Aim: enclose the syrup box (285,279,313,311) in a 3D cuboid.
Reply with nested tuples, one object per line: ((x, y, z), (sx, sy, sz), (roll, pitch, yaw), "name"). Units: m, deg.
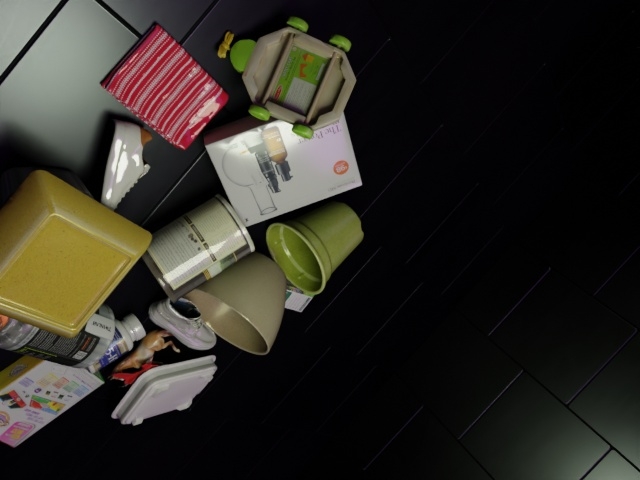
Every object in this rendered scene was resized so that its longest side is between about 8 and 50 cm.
((-0.139, 0.182, 1.991), (0.093, 0.096, 0.237), (-53, 143, 10), "syrup box")

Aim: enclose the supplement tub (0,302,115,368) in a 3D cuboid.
((-0.711, 0.206, 1.405), (0.193, 0.193, 0.316), (-47, 143, 1), "supplement tub")

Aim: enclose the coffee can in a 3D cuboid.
((-0.357, 0.021, 1.555), (0.275, 0.201, 0.201), (-34, 141, -15), "coffee can")

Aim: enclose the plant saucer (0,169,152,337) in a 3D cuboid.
((-0.583, 0.061, 1.216), (0.332, 0.081, 0.333), (-52, 137, -2), "plant saucer")

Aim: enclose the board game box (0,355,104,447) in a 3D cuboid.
((-0.847, 0.449, 1.606), (0.317, 0.064, 0.242), (-36, 141, -13), "board game box")

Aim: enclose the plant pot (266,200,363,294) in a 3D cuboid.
((0.000, 0.000, 1.848), (0.254, 0.276, 0.276), (-36, 143, -31), "plant pot")

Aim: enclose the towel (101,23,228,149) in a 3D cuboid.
((-0.368, -0.364, 1.337), (0.199, 0.031, 0.275), (-48, 142, 2), "towel")

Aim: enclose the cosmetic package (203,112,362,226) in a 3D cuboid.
((-0.098, -0.226, 1.527), (0.378, 0.097, 0.284), (-20, 129, -1), "cosmetic package")

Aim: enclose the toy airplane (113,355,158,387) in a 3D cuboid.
((-0.588, 0.430, 1.759), (0.151, 0.028, 0.151), (-28, 151, -17), "toy airplane")

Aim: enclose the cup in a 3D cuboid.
((-0.240, 0.174, 1.752), (0.237, 0.331, 0.331), (-55, 148, -28), "cup")

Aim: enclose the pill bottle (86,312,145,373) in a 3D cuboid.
((-0.628, 0.301, 1.628), (0.187, 0.112, 0.111), (-33, 141, -30), "pill bottle")

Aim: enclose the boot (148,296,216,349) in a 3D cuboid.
((-0.412, 0.264, 1.729), (0.123, 0.095, 0.258), (-25, 131, 38), "boot")

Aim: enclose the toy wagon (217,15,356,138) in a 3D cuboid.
((-0.088, -0.425, 1.376), (0.068, 0.345, 0.267), (139, -26, -87), "toy wagon")

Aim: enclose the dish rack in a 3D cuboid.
((-0.526, 0.530, 1.899), (0.285, 0.072, 0.333), (-51, 154, 23), "dish rack")

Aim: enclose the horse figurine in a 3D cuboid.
((-0.554, 0.366, 1.797), (0.263, 0.066, 0.174), (-44, 144, 8), "horse figurine")

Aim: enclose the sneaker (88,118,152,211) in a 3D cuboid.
((-0.492, -0.150, 1.354), (0.123, 0.106, 0.290), (6, 118, -42), "sneaker")

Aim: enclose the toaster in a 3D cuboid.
((-0.625, -0.090, 1.253), (0.227, 0.146, 0.129), (-4, 127, -40), "toaster")
